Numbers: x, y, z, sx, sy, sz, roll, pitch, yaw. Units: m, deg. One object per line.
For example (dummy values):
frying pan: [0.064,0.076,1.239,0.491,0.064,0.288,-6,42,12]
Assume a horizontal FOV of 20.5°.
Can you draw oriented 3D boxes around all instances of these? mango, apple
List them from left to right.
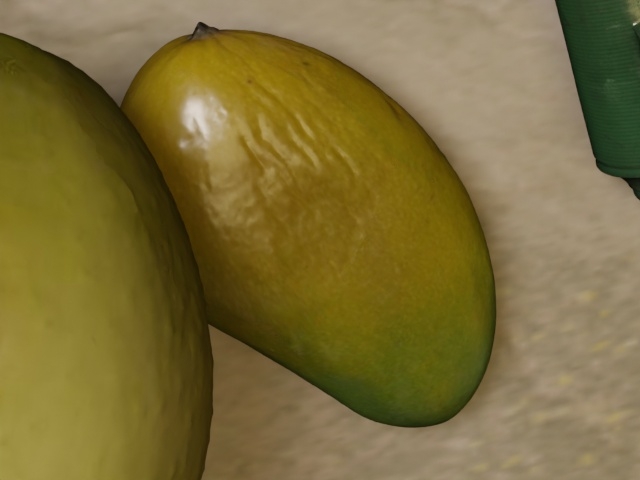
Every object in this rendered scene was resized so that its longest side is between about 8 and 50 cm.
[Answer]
apple: [-0.182,0.042,0.701,0.292,0.292,0.254,7,90,-17]
mango: [0.003,-0.006,0.843,0.237,0.091,0.137,33,101,-27]

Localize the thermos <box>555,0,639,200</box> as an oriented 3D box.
thermos: [0.158,-0.097,0.861,0.073,0.083,0.188,-31,115,-29]
